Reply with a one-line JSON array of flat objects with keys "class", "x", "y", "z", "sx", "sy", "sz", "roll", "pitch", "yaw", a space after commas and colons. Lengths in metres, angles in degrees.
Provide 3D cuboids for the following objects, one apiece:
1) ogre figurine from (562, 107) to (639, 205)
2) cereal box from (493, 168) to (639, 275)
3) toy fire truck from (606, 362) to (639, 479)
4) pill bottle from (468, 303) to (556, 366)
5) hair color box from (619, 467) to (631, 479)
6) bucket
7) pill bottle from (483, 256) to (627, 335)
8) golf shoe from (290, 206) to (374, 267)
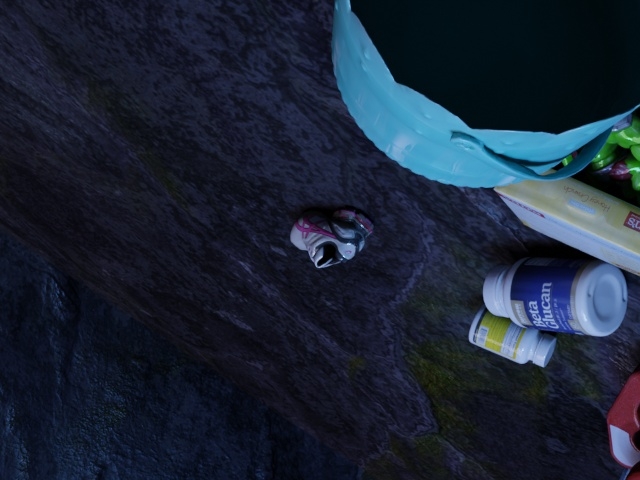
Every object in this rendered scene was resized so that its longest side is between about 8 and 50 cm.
[{"class": "ogre figurine", "x": 0.281, "y": -0.088, "z": 0.948, "sx": 0.118, "sy": 0.097, "sz": 0.197, "roll": 43, "pitch": -164, "yaw": -15}, {"class": "cereal box", "x": 0.282, "y": -0.018, "z": 1.040, "sx": 0.173, "sy": 0.047, "sz": 0.240, "roll": 27, "pitch": -179, "yaw": 19}, {"class": "toy fire truck", "x": 0.520, "y": 0.247, "z": 1.291, "sx": 0.302, "sy": 0.169, "sz": 0.253, "roll": 12, "pitch": 126, "yaw": 39}, {"class": "pill bottle", "x": 0.283, "y": 0.142, "z": 1.465, "sx": 0.116, "sy": 0.065, "sz": 0.065, "roll": 23, "pitch": 156, "yaw": 23}, {"class": "hair color box", "x": 0.616, "y": 0.434, "z": 1.485, "sx": 0.347, "sy": 0.174, "sz": 0.105, "roll": 18, "pitch": 152, "yaw": 30}, {"class": "bucket", "x": 0.137, "y": -0.177, "z": 0.752, "sx": 0.281, "sy": 0.281, "sz": 0.183, "roll": 32, "pitch": 166, "yaw": 3}, {"class": "pill bottle", "x": 0.292, "y": 0.068, "z": 1.263, "sx": 0.169, "sy": 0.094, "sz": 0.094, "roll": 1, "pitch": 142, "yaw": 51}, {"class": "golf shoe", "x": 0.000, "y": 0.000, "z": 1.519, "sx": 0.067, "sy": 0.086, "sz": 0.186, "roll": 41, "pitch": 158, "yaw": -22}]
